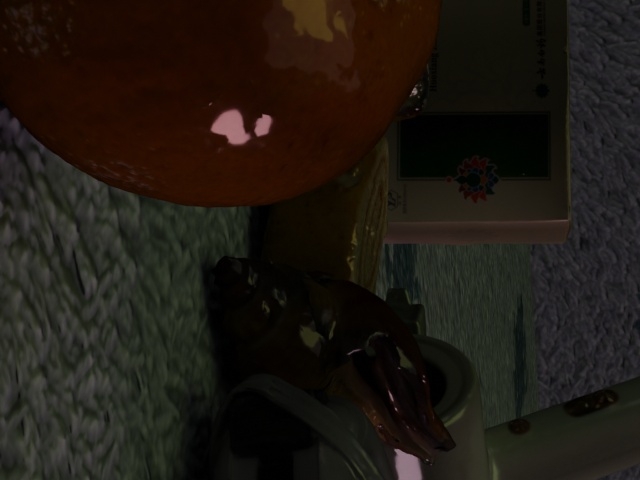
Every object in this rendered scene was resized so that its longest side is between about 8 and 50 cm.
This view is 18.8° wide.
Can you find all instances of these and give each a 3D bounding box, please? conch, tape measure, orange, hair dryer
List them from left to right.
[{"bbox_3d":[-0.050,-0.120,0.742,0.224,0.170,0.224,25,61,-59],"label":"orange"},{"bbox_3d":[-0.003,0.181,1.061,0.236,0.120,0.197,68,14,-50],"label":"tape measure"},{"bbox_3d":[0.009,0.065,1.146,0.232,0.086,0.080,20,47,-42],"label":"conch"},{"bbox_3d":[0.164,0.143,1.351,0.128,0.362,0.203,-130,-154,-57],"label":"hair dryer"}]

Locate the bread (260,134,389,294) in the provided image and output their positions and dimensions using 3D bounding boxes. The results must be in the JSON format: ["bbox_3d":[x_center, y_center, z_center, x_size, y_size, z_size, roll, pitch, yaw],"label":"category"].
[{"bbox_3d":[0.000,0.000,1.236,0.149,0.073,0.122,-73,164,-53],"label":"bread"}]

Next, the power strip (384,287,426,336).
[{"bbox_3d":[0.044,0.124,1.407,0.042,0.075,0.175,-64,150,-71],"label":"power strip"}]

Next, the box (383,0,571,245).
[{"bbox_3d":[0.120,-0.107,1.585,0.095,0.168,0.212,59,31,-77],"label":"box"}]

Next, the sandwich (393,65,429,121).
[{"bbox_3d":[0.023,-0.124,1.238,0.163,0.113,0.079,-56,143,-72],"label":"sandwich"}]
